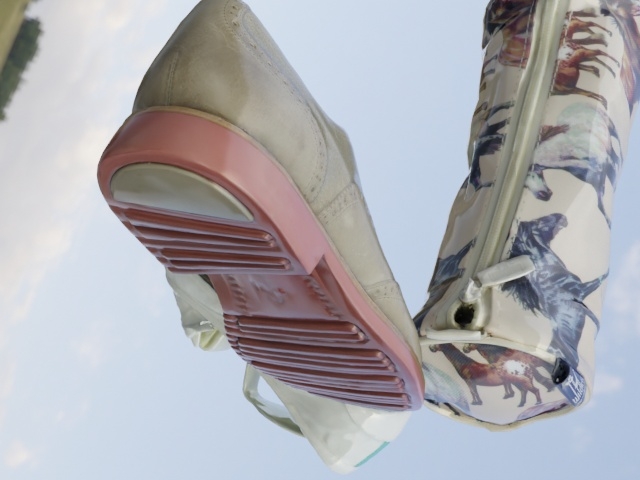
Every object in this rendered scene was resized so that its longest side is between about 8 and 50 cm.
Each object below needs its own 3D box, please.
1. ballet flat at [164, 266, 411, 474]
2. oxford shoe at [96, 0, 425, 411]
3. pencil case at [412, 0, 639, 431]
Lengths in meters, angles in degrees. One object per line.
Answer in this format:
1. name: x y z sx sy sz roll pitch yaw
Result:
1. ballet flat: -0.071 0.096 1.156 0.400 0.139 0.139 42 -70 32
2. oxford shoe: 0.000 0.000 0.652 0.123 0.348 0.130 4 -119 22
3. pencil case: 0.185 -0.049 0.946 0.183 0.160 0.410 72 32 -60
